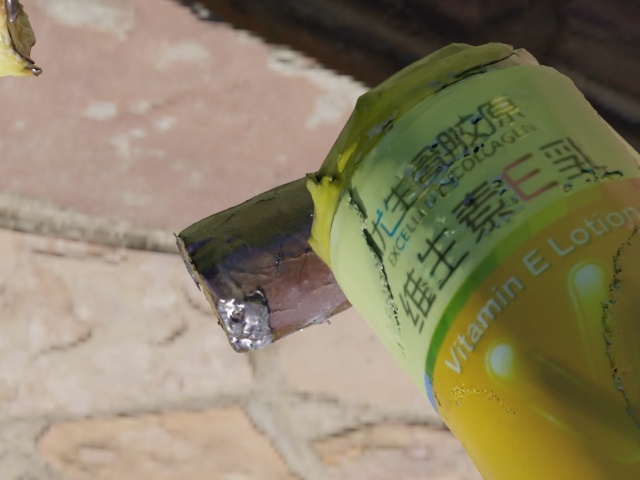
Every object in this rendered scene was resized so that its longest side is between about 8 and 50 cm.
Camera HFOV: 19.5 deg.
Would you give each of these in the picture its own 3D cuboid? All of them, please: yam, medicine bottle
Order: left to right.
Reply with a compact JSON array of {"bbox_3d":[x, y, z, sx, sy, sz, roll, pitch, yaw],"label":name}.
[{"bbox_3d":[0.001,0.002,0.971,0.141,0.079,0.079,-25,136,-10],"label":"yam"},{"bbox_3d":[0.090,0.031,0.644,0.124,0.239,0.124,-23,141,-20],"label":"medicine bottle"}]

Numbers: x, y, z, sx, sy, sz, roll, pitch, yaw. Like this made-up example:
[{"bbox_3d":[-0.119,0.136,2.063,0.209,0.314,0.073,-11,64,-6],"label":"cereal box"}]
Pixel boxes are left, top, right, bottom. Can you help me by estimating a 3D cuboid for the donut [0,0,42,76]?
[{"bbox_3d":[-0.146,-0.128,0.623,0.078,0.146,0.181,-15,128,-6],"label":"donut"}]
